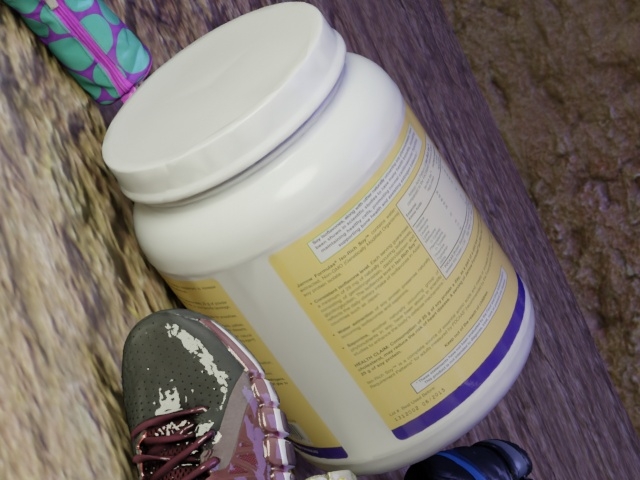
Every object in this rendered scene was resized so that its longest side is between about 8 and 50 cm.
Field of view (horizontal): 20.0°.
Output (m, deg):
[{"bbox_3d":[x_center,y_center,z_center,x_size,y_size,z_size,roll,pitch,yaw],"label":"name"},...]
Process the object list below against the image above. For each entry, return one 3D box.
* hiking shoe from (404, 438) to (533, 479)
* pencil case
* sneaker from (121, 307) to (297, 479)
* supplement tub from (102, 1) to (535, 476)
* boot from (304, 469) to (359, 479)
[{"bbox_3d":[0.154,0.339,1.710,0.132,0.113,0.304,2,64,-39],"label":"hiking shoe"},{"bbox_3d":[-0.199,-0.174,1.446,0.152,0.064,0.070,48,5,-42],"label":"pencil case"},{"bbox_3d":[-0.082,0.167,1.163,0.162,0.106,0.281,16,48,-66],"label":"sneaker"},{"bbox_3d":[0.000,0.000,1.460,0.331,0.241,0.241,55,16,-27],"label":"supplement tub"},{"bbox_3d":[0.018,0.259,1.385,0.165,0.077,0.213,66,10,13],"label":"boot"}]
